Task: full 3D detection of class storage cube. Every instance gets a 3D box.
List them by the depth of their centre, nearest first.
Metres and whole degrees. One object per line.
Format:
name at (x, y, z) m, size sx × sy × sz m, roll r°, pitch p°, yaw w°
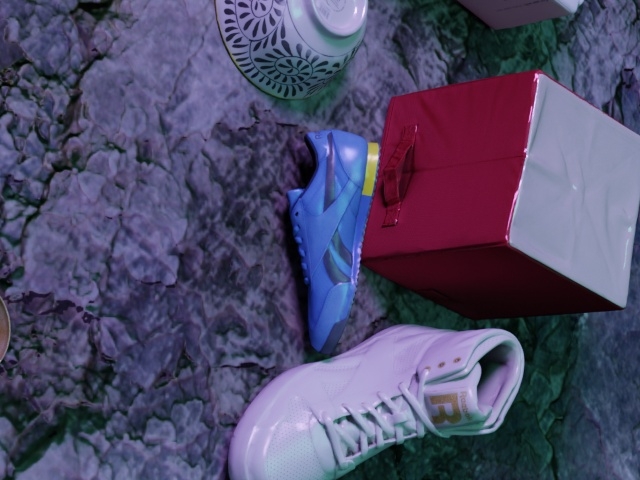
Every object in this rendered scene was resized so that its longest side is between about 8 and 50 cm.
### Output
storage cube at (0.181, -0.038, 1.755) m, size 0.215 × 0.193 × 0.183 m, roll 28°, pitch 67°, yaw -39°

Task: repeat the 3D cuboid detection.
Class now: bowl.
bowl at (-0.009, -0.221, 1.675) m, size 0.170 × 0.080 × 0.170 m, roll 7°, pitch 79°, yaw -42°

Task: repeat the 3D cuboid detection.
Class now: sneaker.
sneaker at (0.062, 0.151, 1.638) m, size 0.292 × 0.169 × 0.108 m, roll -32°, pitch 109°, yaw -40°
sneaker at (0.000, 0.000, 1.679) m, size 0.082 × 0.069 × 0.209 m, roll 10°, pitch 86°, yaw -9°

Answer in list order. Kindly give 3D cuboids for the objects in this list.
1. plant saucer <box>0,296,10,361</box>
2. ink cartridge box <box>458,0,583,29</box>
plant saucer at (-0.285, 0.070, 1.423) m, size 0.083 × 0.015 × 0.083 m, roll 7°, pitch 79°, yaw -43°
ink cartridge box at (0.153, -0.375, 1.817) m, size 0.289 × 0.122 × 0.211 m, roll 33°, pitch 64°, yaw -36°
